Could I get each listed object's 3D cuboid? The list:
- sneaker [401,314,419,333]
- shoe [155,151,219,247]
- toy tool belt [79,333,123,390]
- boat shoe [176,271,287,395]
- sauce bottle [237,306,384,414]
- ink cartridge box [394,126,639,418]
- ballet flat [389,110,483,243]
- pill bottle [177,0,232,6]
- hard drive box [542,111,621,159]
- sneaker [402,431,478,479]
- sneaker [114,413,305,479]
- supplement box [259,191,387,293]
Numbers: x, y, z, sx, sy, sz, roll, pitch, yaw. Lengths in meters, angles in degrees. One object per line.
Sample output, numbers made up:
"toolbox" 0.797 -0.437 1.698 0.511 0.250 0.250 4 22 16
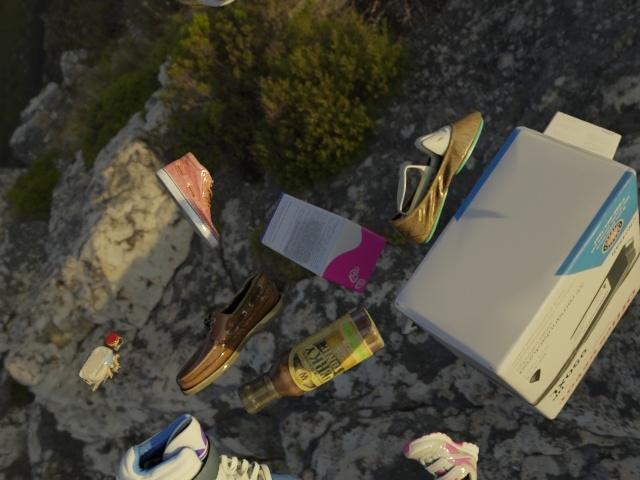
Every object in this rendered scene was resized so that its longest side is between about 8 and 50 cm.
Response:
"sneaker" 0.284 0.207 1.510 0.121 0.217 0.079 3 72 3
"shoe" -0.226 -0.077 1.066 0.081 0.178 0.063 -37 4 -17
"toy tool belt" -0.347 0.195 0.907 0.052 0.051 0.083 16 51 12
"boat shoe" -0.213 0.196 1.246 0.307 0.104 0.110 -46 23 -27
"sauce bottle" -0.024 0.280 1.282 0.344 0.111 0.111 -32 51 1
"ink cartridge box" 0.313 0.074 0.823 0.166 0.395 0.286 33 87 37
"ballet flat" 0.256 -0.162 1.315 0.343 0.124 0.116 -65 13 5
"pill bottle" -0.196 -0.465 0.972 0.119 0.119 0.208 -55 35 2
"hard drive box" 0.658 -0.229 1.471 0.181 0.089 0.232 28 43 19
"sneaker" 0.332 0.592 1.513 0.103 0.252 0.111 -50 30 39
"sneaker" -0.157 0.379 0.901 0.130 0.322 0.237 -119 29 -59
"supplement box" 0.000 0.000 1.058 0.220 0.111 0.114 24 89 53
